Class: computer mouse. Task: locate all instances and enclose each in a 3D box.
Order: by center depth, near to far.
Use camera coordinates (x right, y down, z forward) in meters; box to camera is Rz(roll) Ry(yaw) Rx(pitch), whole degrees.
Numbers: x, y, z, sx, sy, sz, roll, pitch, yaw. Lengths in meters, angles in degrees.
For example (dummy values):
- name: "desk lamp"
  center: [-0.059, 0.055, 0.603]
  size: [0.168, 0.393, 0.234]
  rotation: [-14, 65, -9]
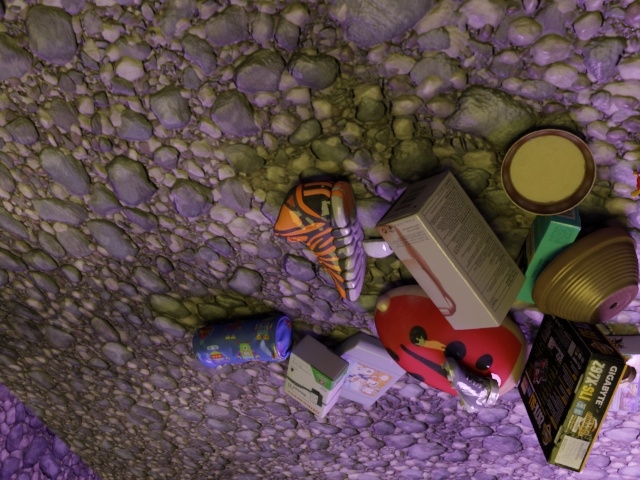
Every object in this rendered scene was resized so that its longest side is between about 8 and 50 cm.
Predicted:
- name: "computer mouse"
  center: [0.133, 0.014, 1.316]
  size: [0.106, 0.193, 0.042]
  rotation: [-2, 92, 18]

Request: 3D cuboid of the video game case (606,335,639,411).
- name: "video game case"
  center: [0.699, 0.351, 1.573]
  size: [0.244, 0.061, 0.269]
  rotation: [-3, 134, 19]

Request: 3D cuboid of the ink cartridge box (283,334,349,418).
- name: "ink cartridge box"
  center: [-0.016, 0.395, 1.735]
  size: [0.153, 0.087, 0.208]
  rotation: [31, 138, 19]

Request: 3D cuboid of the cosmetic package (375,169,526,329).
- name: "cosmetic package"
  center: [0.270, 0.026, 1.235]
  size: [0.296, 0.153, 0.129]
  rotation: [52, 146, -14]

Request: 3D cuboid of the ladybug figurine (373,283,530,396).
- name: "ladybug figurine"
  center: [0.325, 0.270, 1.521]
  size: [0.449, 0.162, 0.305]
  rotation: [28, 135, -13]

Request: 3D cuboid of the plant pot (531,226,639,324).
- name: "plant pot"
  center: [0.565, 0.094, 1.234]
  size: [0.237, 0.109, 0.237]
  rotation: [-19, 141, -16]

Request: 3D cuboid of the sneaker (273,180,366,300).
- name: "sneaker"
  center: [0.000, 0.000, 1.383]
  size: [0.180, 0.124, 0.321]
  rotation: [1, 124, 20]

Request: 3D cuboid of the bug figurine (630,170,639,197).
- name: "bug figurine"
  center: [0.717, -0.067, 1.087]
  size: [0.216, 0.072, 0.279]
  rotation: [-35, 88, 26]

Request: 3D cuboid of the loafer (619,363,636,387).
- name: "loafer"
  center: [0.689, 0.329, 1.467]
  size: [0.148, 0.056, 0.050]
  rotation: [-21, 133, 31]

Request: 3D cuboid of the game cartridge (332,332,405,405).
- name: "game cartridge"
  center: [0.117, 0.385, 1.777]
  size: [0.198, 0.062, 0.297]
  rotation: [19, 137, -11]

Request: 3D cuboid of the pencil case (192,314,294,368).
- name: "pencil case"
  center: [-0.220, 0.296, 1.725]
  size: [0.306, 0.119, 0.133]
  rotation: [-12, 101, 26]

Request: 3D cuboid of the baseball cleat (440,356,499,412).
- name: "baseball cleat"
  center: [0.357, 0.329, 1.418]
  size: [0.109, 0.072, 0.206]
  rotation: [-20, 132, 13]

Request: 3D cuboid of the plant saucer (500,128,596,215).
- name: "plant saucer"
  center: [0.431, -0.131, 1.145]
  size: [0.168, 0.029, 0.168]
  rotation: [7, 115, 16]

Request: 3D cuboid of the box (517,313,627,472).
- name: "box"
  center: [0.536, 0.299, 1.321]
  size: [0.079, 0.322, 0.257]
  rotation: [13, 105, 3]

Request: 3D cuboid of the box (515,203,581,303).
- name: "box"
  center: [0.470, 0.019, 1.270]
  size: [0.060, 0.100, 0.244]
  rotation: [12, 136, 5]
